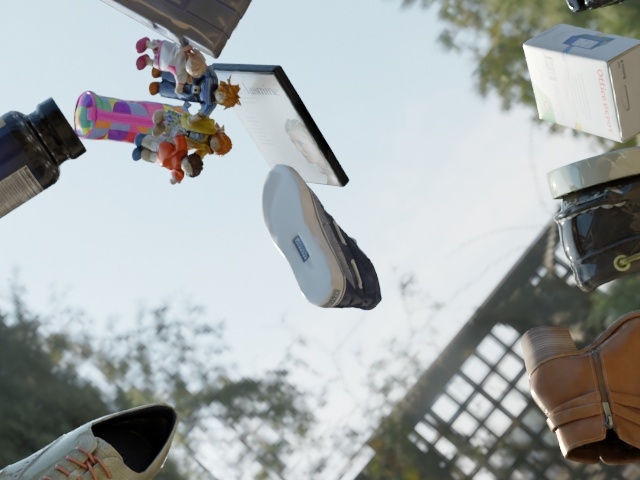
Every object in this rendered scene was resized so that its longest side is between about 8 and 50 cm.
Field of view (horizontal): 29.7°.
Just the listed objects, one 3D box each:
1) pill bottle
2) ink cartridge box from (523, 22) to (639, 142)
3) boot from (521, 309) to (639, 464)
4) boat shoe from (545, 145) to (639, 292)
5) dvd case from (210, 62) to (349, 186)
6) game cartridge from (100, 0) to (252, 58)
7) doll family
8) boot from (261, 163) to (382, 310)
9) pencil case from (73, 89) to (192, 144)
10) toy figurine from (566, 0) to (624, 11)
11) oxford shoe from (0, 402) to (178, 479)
[{"bbox_3d":[-0.447,-0.106,1.705,0.219,0.123,0.123,-34,-18,-8],"label":"pill bottle"},{"bbox_3d":[0.460,-0.270,2.057,0.093,0.212,0.154,-29,-61,-19],"label":"ink cartridge box"},{"bbox_3d":[0.442,0.211,1.732,0.283,0.220,0.109,0,-47,-13],"label":"boot"},{"bbox_3d":[0.232,-0.021,0.644,0.227,0.069,0.081,-8,-7,-11],"label":"boat shoe"},{"bbox_3d":[-0.070,-0.194,2.032,0.022,0.180,0.253,-49,-54,-24],"label":"dvd case"},{"bbox_3d":[-0.258,-0.455,1.871,0.230,0.355,0.068,-60,-8,0],"label":"game cartridge"},{"bbox_3d":[-0.210,-0.223,1.996,0.118,0.163,0.263,-28,-51,-51],"label":"doll family"},{"bbox_3d":[0.000,0.000,1.352,0.086,0.190,0.069,12,-44,-44],"label":"boot"},{"bbox_3d":[-0.356,-0.229,2.328,0.236,0.104,0.104,3,-49,-36],"label":"pencil case"},{"bbox_3d":[0.292,-0.357,1.228,0.148,0.213,0.210,-17,-45,-24],"label":"toy figurine"},{"bbox_3d":[-0.309,0.288,1.398,0.146,0.140,0.397,-51,-8,29],"label":"oxford shoe"}]
